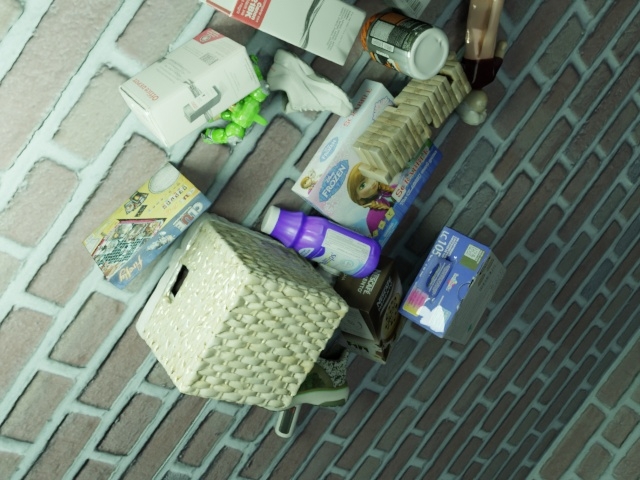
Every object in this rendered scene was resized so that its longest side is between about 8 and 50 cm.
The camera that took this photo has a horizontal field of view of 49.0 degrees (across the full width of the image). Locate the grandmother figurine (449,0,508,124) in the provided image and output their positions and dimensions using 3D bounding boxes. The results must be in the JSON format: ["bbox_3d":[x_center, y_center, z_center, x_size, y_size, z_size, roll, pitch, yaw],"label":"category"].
[{"bbox_3d":[0.392,-0.453,1.744,0.207,0.104,0.342,-10,120,-22],"label":"grandmother figurine"}]

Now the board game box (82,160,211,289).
[{"bbox_3d":[-0.348,-0.034,1.400,0.243,0.165,0.042,-44,134,-6],"label":"board game box"}]

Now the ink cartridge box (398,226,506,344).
[{"bbox_3d":[0.367,0.129,1.937,0.270,0.151,0.395,-61,157,0],"label":"ink cartridge box"}]

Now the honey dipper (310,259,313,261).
[{"bbox_3d":[0.014,-0.017,1.774,0.030,0.030,0.161,15,108,-41],"label":"honey dipper"}]

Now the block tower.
[{"bbox_3d":[0.214,-0.287,1.628,0.335,0.091,0.097,-50,132,-12],"label":"block tower"}]

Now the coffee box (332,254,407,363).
[{"bbox_3d":[0.133,0.176,1.845,0.168,0.119,0.297,-61,152,-25],"label":"coffee box"}]

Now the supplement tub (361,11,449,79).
[{"bbox_3d":[0.179,-0.429,1.534,0.117,0.190,0.117,-18,125,-27],"label":"supplement tub"}]

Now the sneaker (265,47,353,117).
[{"bbox_3d":[-0.030,-0.318,1.530,0.232,0.090,0.115,28,105,-34],"label":"sneaker"}]

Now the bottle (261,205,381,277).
[{"bbox_3d":[0.000,0.000,1.665,0.283,0.118,0.092,23,65,-16],"label":"bottle"}]

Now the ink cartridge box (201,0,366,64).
[{"bbox_3d":[-0.080,-0.448,1.325,0.273,0.197,0.114,11,111,-40],"label":"ink cartridge box"}]

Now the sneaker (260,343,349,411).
[{"bbox_3d":[-0.074,0.338,1.870,0.410,0.158,0.182,8,98,-45],"label":"sneaker"}]

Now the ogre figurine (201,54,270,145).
[{"bbox_3d":[-0.164,-0.274,1.423,0.197,0.118,0.097,-46,134,-6],"label":"ogre figurine"}]

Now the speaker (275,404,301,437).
[{"bbox_3d":[-0.087,0.487,1.989,0.055,0.055,0.136,0,116,-37],"label":"speaker"}]

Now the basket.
[{"bbox_3d":[-0.176,0.166,1.585,0.331,0.266,0.328,23,102,-41],"label":"basket"}]

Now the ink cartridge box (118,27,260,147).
[{"bbox_3d":[-0.247,-0.290,1.323,0.218,0.158,0.092,-36,133,-14],"label":"ink cartridge box"}]

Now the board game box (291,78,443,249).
[{"bbox_3d":[0.126,-0.168,1.716,0.318,0.066,0.319,37,84,-44],"label":"board game box"}]

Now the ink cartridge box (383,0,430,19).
[{"bbox_3d":[0.180,-0.645,1.495,0.275,0.060,0.239,31,95,-43],"label":"ink cartridge box"}]

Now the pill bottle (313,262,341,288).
[{"bbox_3d":[-0.005,0.126,1.802,0.094,0.094,0.169,17,105,-42],"label":"pill bottle"}]
